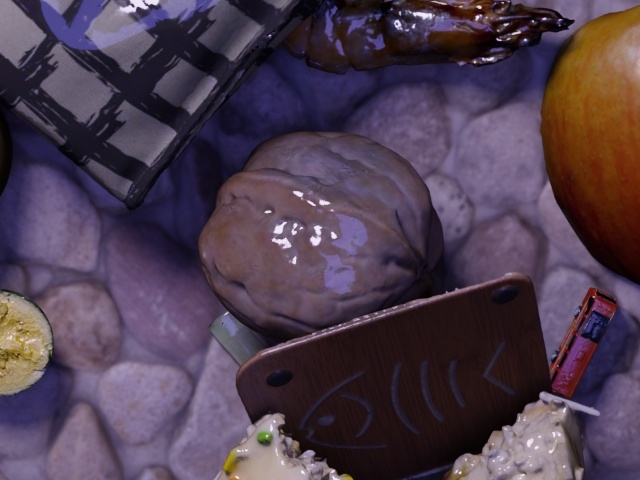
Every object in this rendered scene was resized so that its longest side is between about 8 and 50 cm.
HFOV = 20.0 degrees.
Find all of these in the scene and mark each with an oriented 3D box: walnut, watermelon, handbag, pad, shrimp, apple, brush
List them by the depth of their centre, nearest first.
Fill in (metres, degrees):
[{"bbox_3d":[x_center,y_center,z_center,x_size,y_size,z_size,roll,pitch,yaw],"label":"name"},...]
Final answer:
[{"bbox_3d":[-0.183,-0.248,1.621,0.325,0.162,0.327,40,110,-15],"label":"handbag"},{"bbox_3d":[0.000,0.000,1.688,0.224,0.224,0.224,-1,99,-3],"label":"walnut"},{"bbox_3d":[0.078,0.149,1.710,0.284,0.018,0.286,-17,142,1],"label":"pad"},{"bbox_3d":[0.093,-0.251,1.723,0.289,0.075,0.178,-2,97,10],"label":"shrimp"},{"bbox_3d":[0.363,-0.067,1.736,0.346,0.254,0.179,54,52,-10],"label":"apple"},{"bbox_3d":[-0.308,0.093,1.750,0.105,0.062,0.105,-1,107,-2],"label":"watermelon"},{"bbox_3d":[-0.042,0.143,1.793,0.033,0.030,0.178,-40,100,13],"label":"brush"}]

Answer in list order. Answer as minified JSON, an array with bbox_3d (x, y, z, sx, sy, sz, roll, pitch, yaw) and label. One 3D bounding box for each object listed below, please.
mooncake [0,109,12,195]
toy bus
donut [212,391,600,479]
[{"bbox_3d":[-0.417,-0.083,1.688,0.234,0.117,0.235,0,100,-1],"label":"mooncake"},{"bbox_3d":[0.258,0.102,1.796,0.031,0.043,0.110,25,97,-7],"label":"toy bus"},{"bbox_3d":[0.075,0.288,1.709,0.371,0.150,0.307,-1,129,-16],"label":"donut"}]
